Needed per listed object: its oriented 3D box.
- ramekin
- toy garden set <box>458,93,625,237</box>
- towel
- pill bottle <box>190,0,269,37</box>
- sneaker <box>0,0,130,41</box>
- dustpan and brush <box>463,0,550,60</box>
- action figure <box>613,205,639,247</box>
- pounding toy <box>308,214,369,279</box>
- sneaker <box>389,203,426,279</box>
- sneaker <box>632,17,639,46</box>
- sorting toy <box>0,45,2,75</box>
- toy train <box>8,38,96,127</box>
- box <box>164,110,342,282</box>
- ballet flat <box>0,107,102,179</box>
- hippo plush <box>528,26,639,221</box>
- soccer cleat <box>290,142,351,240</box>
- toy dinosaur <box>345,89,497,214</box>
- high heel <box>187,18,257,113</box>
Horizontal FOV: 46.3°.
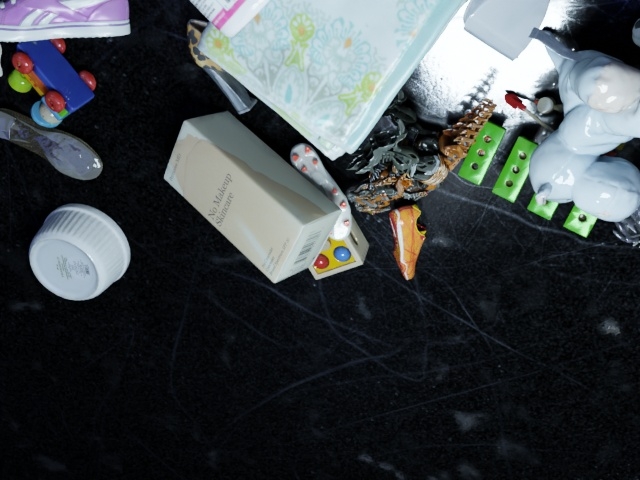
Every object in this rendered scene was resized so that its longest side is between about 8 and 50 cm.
[{"bbox_3d":[-0.535,0.034,1.642,0.207,0.109,0.207,7,123,11],"label":"ramekin"},{"bbox_3d":[0.390,-0.152,1.278,0.244,0.049,0.204,29,114,17],"label":"toy garden set"},{"bbox_3d":[0.020,-0.358,1.170,0.320,0.090,0.374,38,110,1],"label":"towel"},{"bbox_3d":[-0.150,-0.389,0.858,0.160,0.160,0.283,-36,108,31],"label":"pill bottle"},{"bbox_3d":[-0.479,-0.431,1.290,0.282,0.102,0.161,-10,119,-19],"label":"sneaker"},{"bbox_3d":[0.316,-0.395,1.142,0.147,0.060,0.211,16,126,-40],"label":"dustpan and brush"},{"bbox_3d":[0.584,-0.030,1.268,0.276,0.140,0.164,62,159,19],"label":"action figure"},{"bbox_3d":[0.000,0.000,1.474,0.130,0.100,0.141,-20,115,26],"label":"pounding toy"},{"bbox_3d":[0.176,0.009,1.455,0.067,0.064,0.175,-14,132,-7],"label":"sneaker"},{"bbox_3d":[0.600,-0.246,1.149,0.292,0.110,0.118,27,134,-2],"label":"sneaker"},{"bbox_3d":[-0.664,-0.354,1.474,0.083,0.045,0.075,5,142,13],"label":"sorting toy"},{"bbox_3d":[-0.556,-0.336,1.426,0.143,0.105,0.248,-24,109,46],"label":"toy train"},{"bbox_3d":[-0.128,-0.085,1.368,0.311,0.121,0.148,40,126,20],"label":"box"},{"bbox_3d":[-0.562,-0.201,1.536,0.249,0.058,0.084,24,104,-7],"label":"ballet flat"},{"bbox_3d":[0.400,-0.150,1.112,0.294,0.234,0.237,28,113,17],"label":"hippo plush"},{"bbox_3d":[0.004,-0.093,1.403,0.068,0.076,0.196,-27,92,2],"label":"soccer cleat"},{"bbox_3d":[0.159,-0.160,1.321,0.218,0.164,0.322,29,115,-34],"label":"toy dinosaur"},{"bbox_3d":[-0.105,-0.339,1.285,0.261,0.093,0.186,-20,119,34],"label":"high heel"}]
